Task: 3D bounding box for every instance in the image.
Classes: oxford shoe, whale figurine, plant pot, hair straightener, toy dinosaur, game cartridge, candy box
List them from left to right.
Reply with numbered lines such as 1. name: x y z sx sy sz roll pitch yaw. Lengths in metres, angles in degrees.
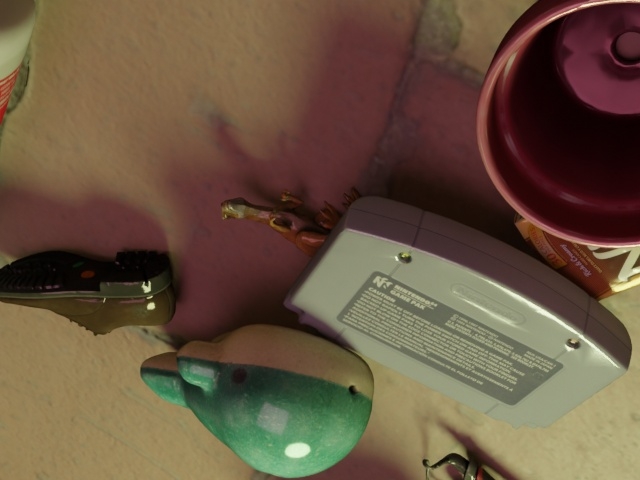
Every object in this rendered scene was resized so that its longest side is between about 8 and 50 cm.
1. oxford shoe: -0.268 0.067 1.149 0.227 0.083 0.096 4 125 19
2. whale figurine: -0.075 0.172 1.084 0.272 0.141 0.216 -5 156 38
3. toy dinosaur: 0.000 0.000 1.040 0.211 0.064 0.112 36 137 -19
4. game cartridge: 0.130 0.072 0.974 0.294 0.060 0.196 27 145 -8
5. hair straightener: 0.193 0.316 1.149 0.230 0.047 0.089 38 125 -12
6. plant pot: 0.233 -0.121 0.799 0.201 0.180 0.201 8 121 14
7. candy box: 0.282 -0.021 0.920 0.187 0.053 0.109 -27 109 32

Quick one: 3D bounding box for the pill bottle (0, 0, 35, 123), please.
1. pill bottle: -0.446 -0.104 1.020 0.229 0.229 0.407 32 124 -1
